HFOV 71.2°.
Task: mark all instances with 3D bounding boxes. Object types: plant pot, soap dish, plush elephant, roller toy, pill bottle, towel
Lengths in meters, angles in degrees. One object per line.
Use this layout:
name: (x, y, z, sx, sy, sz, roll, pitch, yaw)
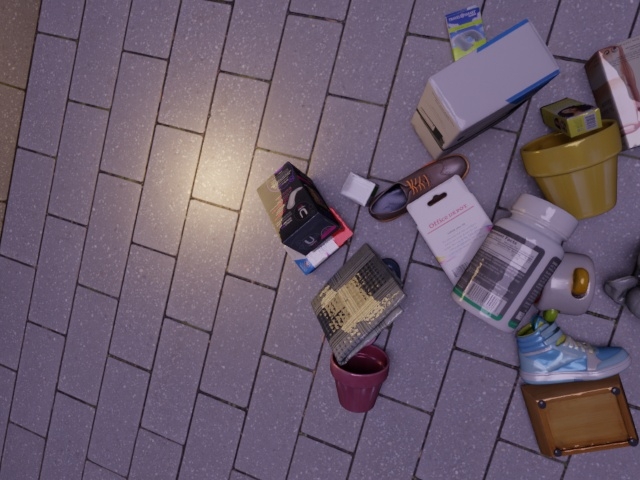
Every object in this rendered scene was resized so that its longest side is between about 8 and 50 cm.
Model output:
plant pot: (0.751, -0.198, 1.315, 0.254, 0.254, 0.239, -19, 102, 15)
soap dish: (0.810, 0.544, 1.393, 0.291, 0.118, 0.229, -17, 89, 14)
plush elephant: (0.993, 0.136, 1.271, 0.330, 0.255, 0.272, -12, 45, -16)
roller toy: (0.736, 0.126, 1.350, 0.146, 0.191, 0.209, 7, 132, 13)
pill bottle: (0.550, 0.063, 1.273, 0.204, 0.204, 0.361, 32, 98, 11)
plant pot: (0.132, 0.480, 1.545, 0.201, 0.201, 0.180, 7, 111, 15)
towel: (0.124, 0.204, 1.509, 0.324, 0.056, 0.312, -48, 37, 13)

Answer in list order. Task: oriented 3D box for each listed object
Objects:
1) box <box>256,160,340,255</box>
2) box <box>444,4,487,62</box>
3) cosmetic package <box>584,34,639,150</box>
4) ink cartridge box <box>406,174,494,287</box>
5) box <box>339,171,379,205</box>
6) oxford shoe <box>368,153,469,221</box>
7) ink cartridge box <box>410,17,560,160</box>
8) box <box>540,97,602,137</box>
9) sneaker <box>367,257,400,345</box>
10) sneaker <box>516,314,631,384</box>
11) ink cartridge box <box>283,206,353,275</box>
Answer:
box: (-0.079, -0.109, 1.527, 0.165, 0.143, 0.270, -40, 53, 15)
box: (0.475, -0.671, 1.456, 0.109, 0.042, 0.178, -12, 91, 15)
cosmetic package: (0.895, -0.416, 1.302, 0.129, 0.153, 0.296, -18, 87, 17)
ink cartridge box: (0.454, -0.014, 1.456, 0.207, 0.119, 0.353, -32, 86, 13)
box: (0.136, -0.176, 1.542, 0.102, 0.101, 0.087, 29, 100, 12)
oxford shoe: (0.325, -0.168, 1.475, 0.364, 0.133, 0.130, -33, 82, 14)
ink cartridge box: (0.440, -0.401, 1.280, 0.285, 0.395, 0.166, -31, 87, 4)
box: (0.726, -0.363, 1.306, 0.087, 0.232, 0.058, -19, 109, 14)
sneaker: (0.196, 0.218, 1.533, 0.112, 0.131, 0.319, 16, 97, 13)
sneaker: (0.770, 0.321, 1.389, 0.319, 0.127, 0.208, -14, 91, 15)
ink cartridge box: (0.000, 0.000, 1.601, 0.231, 0.078, 0.134, -40, 83, 13)
